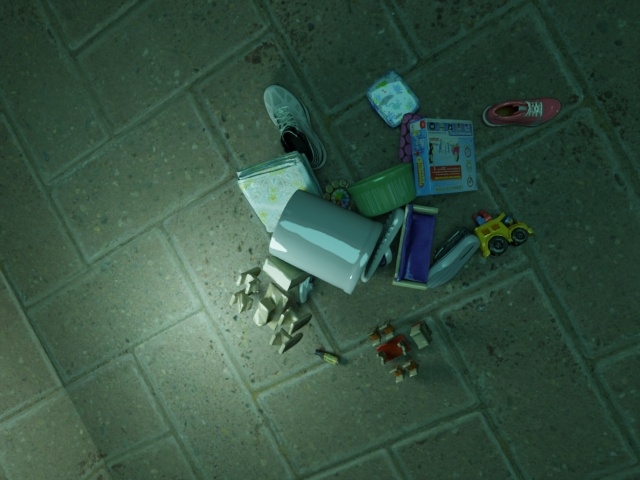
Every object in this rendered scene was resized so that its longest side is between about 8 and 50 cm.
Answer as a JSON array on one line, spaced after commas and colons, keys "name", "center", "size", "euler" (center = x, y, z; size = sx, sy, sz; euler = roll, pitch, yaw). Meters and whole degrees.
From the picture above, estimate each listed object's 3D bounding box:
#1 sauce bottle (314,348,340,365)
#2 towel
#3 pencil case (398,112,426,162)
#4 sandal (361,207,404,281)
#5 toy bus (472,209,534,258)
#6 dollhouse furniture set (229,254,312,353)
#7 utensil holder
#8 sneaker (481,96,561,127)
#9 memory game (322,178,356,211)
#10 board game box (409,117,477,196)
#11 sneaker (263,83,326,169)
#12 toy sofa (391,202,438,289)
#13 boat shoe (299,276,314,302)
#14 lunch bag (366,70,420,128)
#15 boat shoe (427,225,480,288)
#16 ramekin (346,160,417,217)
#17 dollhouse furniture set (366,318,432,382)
[{"name": "sauce bottle", "center": [0.031, 0.569, 2.046], "size": [0.128, 0.042, 0.042], "euler": [20, 98, 7]}, {"name": "towel", "center": [-0.163, -0.212, 1.896], "size": [0.320, 0.090, 0.375], "euler": [-14, 134, 14]}, {"name": "pencil case", "center": [0.396, -0.449, 1.832], "size": [0.095, 0.098, 0.210], "euler": [19, 127, 21]}, {"name": "sandal", "center": [0.285, 0.045, 1.831], "size": [0.102, 0.169, 0.416], "euler": [20, 130, -4]}, {"name": "toy bus", "center": [0.770, -0.049, 1.817], "size": [0.220, 0.149, 0.212], "euler": [-27, 74, 9]}, {"name": "dollhouse furniture set", "center": [-0.171, 0.236, 1.949], "size": [0.362, 0.256, 0.394], "euler": [38, 124, 22]}, {"name": "utensil holder", "center": [0.021, 0.000, 1.751], "size": [0.385, 0.327, 0.328], "euler": [24, 99, 4]}, {"name": "sneaker", "center": [0.849, -0.534, 1.748], "size": [0.313, 0.136, 0.116], "euler": [-5, 95, 11]}, {"name": "memory game", "center": [0.095, -0.191, 1.928], "size": [0.186, 0.012, 0.186], "euler": [-1, 92, -26]}, {"name": "board game box", "center": [0.522, -0.348, 1.756], "size": [0.308, 0.086, 0.302], "euler": [-8, 95, -34]}, {"name": "sneaker", "center": [-0.130, -0.528, 1.866], "size": [0.169, 0.257, 0.448], "euler": [-33, 88, 12]}, {"name": "toy sofa", "center": [0.410, 0.026, 1.812], "size": [0.150, 0.177, 0.363], "euler": [10, 80, 6]}, {"name": "boat shoe", "center": [-0.063, 0.212, 2.025], "size": [0.063, 0.066, 0.184], "euler": [4, 86, 11]}, {"name": "lunch bag", "center": [0.320, -0.621, 1.861], "size": [0.176, 0.090, 0.219], "euler": [-38, 88, 11]}, {"name": "boat shoe", "center": [0.566, 0.078, 1.869], "size": [0.121, 0.119, 0.335], "euler": [19, 124, -33]}, {"name": "ramekin", "center": [0.277, -0.215, 1.807], "size": [0.303, 0.303, 0.148], "euler": [-21, 99, 11]}, {"name": "dollhouse furniture set", "center": [0.385, 0.483, 1.950], "size": [0.259, 0.135, 0.262], "euler": [-34, 88, 23]}]
